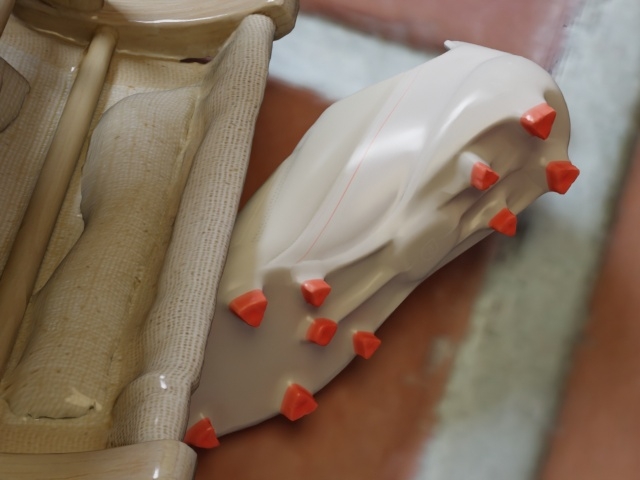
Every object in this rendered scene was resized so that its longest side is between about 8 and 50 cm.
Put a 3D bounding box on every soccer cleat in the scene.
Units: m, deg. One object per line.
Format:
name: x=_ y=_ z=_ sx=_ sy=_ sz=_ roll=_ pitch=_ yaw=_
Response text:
soccer cleat: x=0.000 y=0.000 z=0.642 sx=0.196 sy=0.068 sz=0.076 roll=-35 pitch=41 yaw=-15

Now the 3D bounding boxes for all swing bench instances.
swing bench: x=-0.117 y=-0.090 z=0.540 sx=0.165 sy=0.255 sz=0.253 roll=-4 pitch=38 yaw=10
